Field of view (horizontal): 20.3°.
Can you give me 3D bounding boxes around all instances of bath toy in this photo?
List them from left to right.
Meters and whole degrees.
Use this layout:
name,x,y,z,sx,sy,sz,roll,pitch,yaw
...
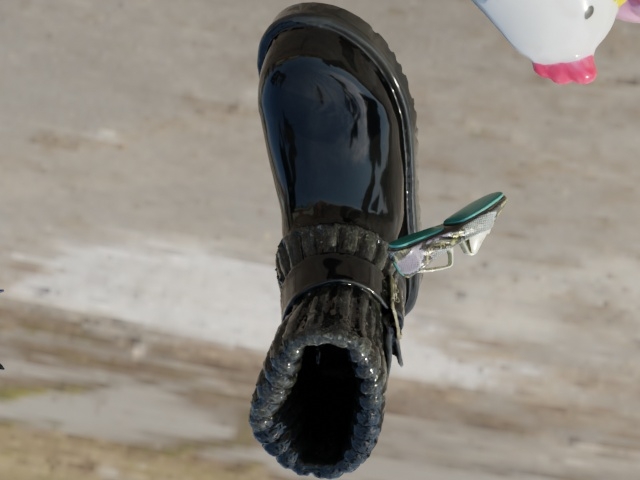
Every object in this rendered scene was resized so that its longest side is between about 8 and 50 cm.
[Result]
name,x,y,z,sx,sy,sz,roll,pitch,yaw
bath toy,0.191,-0.182,1.142,0.151,0.129,0.348,-23,-177,30

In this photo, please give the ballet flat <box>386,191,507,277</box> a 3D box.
name,x,y,z,sx,sy,sz,roll,pitch,yaw
ballet flat,0.106,-0.001,1.437,0.114,0.041,0.041,-26,180,-21

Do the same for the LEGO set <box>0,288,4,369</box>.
name,x,y,z,sx,sy,sz,roll,pitch,yaw
LEGO set,-0.410,0.078,1.472,0.331,0.255,0.192,37,-167,36

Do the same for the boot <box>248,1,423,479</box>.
name,x,y,z,sx,sy,sz,roll,pitch,yaw
boot,0.004,0.001,1.513,0.131,0.260,0.348,-4,122,21
